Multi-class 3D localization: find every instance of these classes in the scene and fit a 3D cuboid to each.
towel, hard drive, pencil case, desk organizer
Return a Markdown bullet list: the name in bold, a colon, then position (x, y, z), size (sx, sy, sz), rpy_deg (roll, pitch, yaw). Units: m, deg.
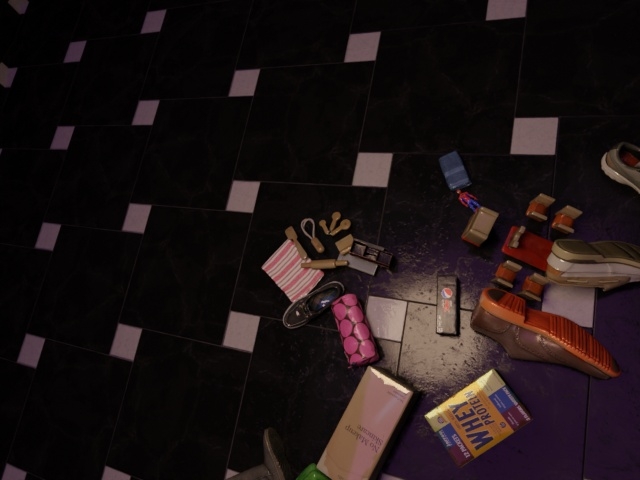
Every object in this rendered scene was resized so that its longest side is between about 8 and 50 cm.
- **towel**: position (0.414, -0.213, 1.426), size (0.067, 0.029, 0.119), rpy_deg (-21, 68, 16)
- **hard drive**: position (0.129, 0.049, 1.469), size (0.135, 0.022, 0.094), rpy_deg (19, 82, 26)
- **towel**: position (-0.096, 0.100, 1.543), size (0.144, 0.029, 0.197), rpy_deg (-47, 63, 3)
- **pencil case**: position (0.097, 0.271, 1.381), size (0.098, 0.095, 0.209), rpy_deg (-34, 61, 33)
- **desk organizer**: position (0.155, 0.040, 1.410), size (0.130, 0.050, 0.047), rpy_deg (19, 83, 9)

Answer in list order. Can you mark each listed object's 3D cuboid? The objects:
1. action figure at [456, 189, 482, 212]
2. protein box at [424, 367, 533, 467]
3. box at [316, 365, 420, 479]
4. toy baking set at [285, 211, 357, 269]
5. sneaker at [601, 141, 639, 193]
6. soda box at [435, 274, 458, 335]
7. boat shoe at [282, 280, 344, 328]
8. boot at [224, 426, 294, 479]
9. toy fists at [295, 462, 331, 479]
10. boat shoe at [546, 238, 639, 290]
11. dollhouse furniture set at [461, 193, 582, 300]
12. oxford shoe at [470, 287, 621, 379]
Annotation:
- **action figure**: position (0.451, -0.114, 1.382), size (0.038, 0.030, 0.115), rpy_deg (-46, 61, 10)
- **protein box**: position (0.394, 0.432, 1.143), size (0.201, 0.200, 0.136), rpy_deg (-39, 64, 8)
- **box**: position (0.135, 0.517, 1.269), size (0.148, 0.121, 0.311), rpy_deg (25, 85, 26)
- **toy baking set**: position (0.001, 0.006, 1.519), size (0.257, 0.030, 0.196), rpy_deg (-9, 62, 21)
- **sneaker**: position (0.859, -0.161, 1.182), size (0.272, 0.108, 0.100), rpy_deg (40, 90, 26)
- **soda box**: position (0.362, 0.184, 1.313), size (0.060, 0.053, 0.168), rpy_deg (-1, 75, 22)
- **boat shoe**: position (-0.026, 0.206, 1.447), size (0.229, 0.076, 0.080), rpy_deg (-31, 86, 8)
- **boot**: position (-0.200, 0.692, 1.393), size (0.209, 0.076, 0.189), rpy_deg (-31, 63, 19)
- **toy fists**: position (-0.017, 0.720, 1.216), size (0.096, 0.279, 0.142), rpy_deg (29, 101, -11)
- **boat shoe**: position (0.710, 0.066, 1.151), size (0.303, 0.113, 0.103), rpy_deg (7, 119, -3)
- **dollhouse furniture set**: position (0.533, 0.003, 1.268), size (0.259, 0.135, 0.261), rpy_deg (26, 86, 10)
- **oxford shoe**: position (0.568, 0.260, 1.190), size (0.364, 0.130, 0.132), rpy_deg (30, 120, 20)
